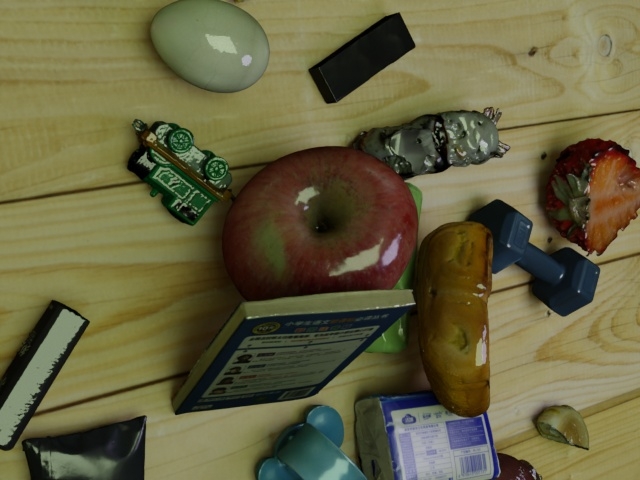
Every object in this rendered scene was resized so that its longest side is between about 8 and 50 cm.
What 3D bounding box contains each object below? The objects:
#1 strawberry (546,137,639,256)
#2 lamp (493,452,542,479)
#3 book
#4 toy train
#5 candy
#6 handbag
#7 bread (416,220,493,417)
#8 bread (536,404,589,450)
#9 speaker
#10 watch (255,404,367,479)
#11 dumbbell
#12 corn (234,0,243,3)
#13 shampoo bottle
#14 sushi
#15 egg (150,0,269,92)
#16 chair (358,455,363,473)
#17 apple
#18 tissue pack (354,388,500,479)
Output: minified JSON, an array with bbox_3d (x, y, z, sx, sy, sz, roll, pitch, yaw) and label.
[{"bbox_3d":[0.624,-0.130,1.866,0.280,0.150,0.253,-37,125,-28],"label":"strawberry"},{"bbox_3d":[0.377,0.574,1.790,0.258,0.180,0.180,-26,107,-26],"label":"lamp"},{"bbox_3d":[-0.061,0.198,1.383,0.300,0.428,0.039,-2,61,-28],"label":"book"},{"bbox_3d":[-0.246,-0.117,1.406,0.227,0.091,0.136,36,88,-27],"label":"toy train"},{"bbox_3d":[0.117,0.048,1.603,0.142,0.132,0.344,1,94,-37],"label":"candy"},{"bbox_3d":[-0.397,0.436,1.383,0.211,0.088,0.254,-4,101,-31],"label":"handbag"},{"bbox_3d":[0.259,0.162,1.578,0.337,0.148,0.328,66,28,-62],"label":"bread"},{"bbox_3d":[0.578,0.439,1.932,0.157,0.083,0.094,18,84,-32],"label":"bread"},{"bbox_3d":[0.084,-0.357,1.589,0.218,0.044,0.082,-39,113,-20],"label":"speaker"},{"bbox_3d":[0.004,0.437,1.545,0.211,0.193,0.211,-3,97,-27],"label":"watch"},{"bbox_3d":[0.466,0.041,1.787,0.324,0.160,0.144,28,104,-29],"label":"dumbbell"},{"bbox_3d":[-0.146,-0.526,1.428,0.067,0.067,0.206,-14,103,-27],"label":"corn"},{"bbox_3d":[-0.484,0.246,1.305,0.071,0.098,0.310,34,78,-27],"label":"shampoo bottle"},{"bbox_3d":[0.226,-0.194,1.636,0.332,0.130,0.124,-15,100,-27],"label":"sushi"},{"bbox_3d":[-0.187,-0.333,1.379,0.209,0.151,0.151,14,89,-24],"label":"egg"},{"bbox_3d":[0.091,0.496,1.696,0.037,0.042,0.086,12,54,-31],"label":"chair"},{"bbox_3d":[0.000,0.000,1.433,0.344,0.269,0.345,0,71,0],"label":"apple"},{"bbox_3d":[0.218,0.413,1.679,0.269,0.137,0.209,-2,71,-30],"label":"tissue pack"}]
